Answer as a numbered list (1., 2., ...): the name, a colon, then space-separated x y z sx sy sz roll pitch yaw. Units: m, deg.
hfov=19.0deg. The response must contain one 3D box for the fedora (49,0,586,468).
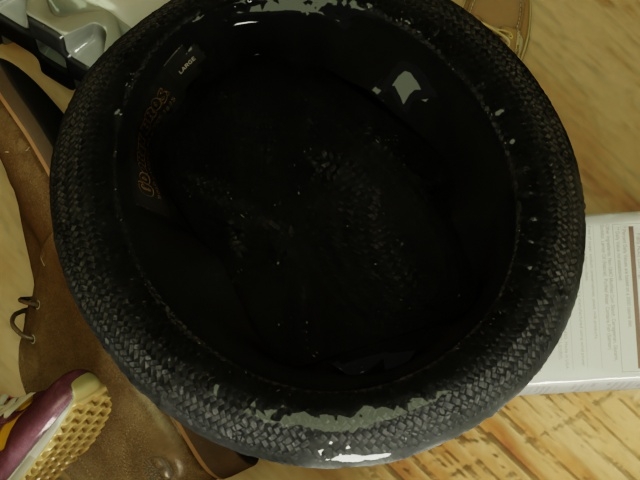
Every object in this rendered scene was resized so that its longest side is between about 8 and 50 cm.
1. fedora: 0.000 0.000 1.151 0.334 0.152 0.334 -1 63 3

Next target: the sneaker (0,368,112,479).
1. sneaker: -0.199 0.121 1.173 0.084 0.069 0.185 49 129 11

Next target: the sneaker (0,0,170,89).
1. sneaker: -0.223 -0.224 1.239 0.330 0.122 0.146 31 76 0

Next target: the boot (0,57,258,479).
1. boot: -0.161 0.032 1.210 0.115 0.112 0.305 -29 84 11

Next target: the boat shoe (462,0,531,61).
1. boat shoe: 0.108 -0.119 1.240 0.050 0.045 0.135 13 84 4

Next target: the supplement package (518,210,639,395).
1. supplement package: 0.208 0.039 1.188 0.179 0.105 0.105 -3 81 1
